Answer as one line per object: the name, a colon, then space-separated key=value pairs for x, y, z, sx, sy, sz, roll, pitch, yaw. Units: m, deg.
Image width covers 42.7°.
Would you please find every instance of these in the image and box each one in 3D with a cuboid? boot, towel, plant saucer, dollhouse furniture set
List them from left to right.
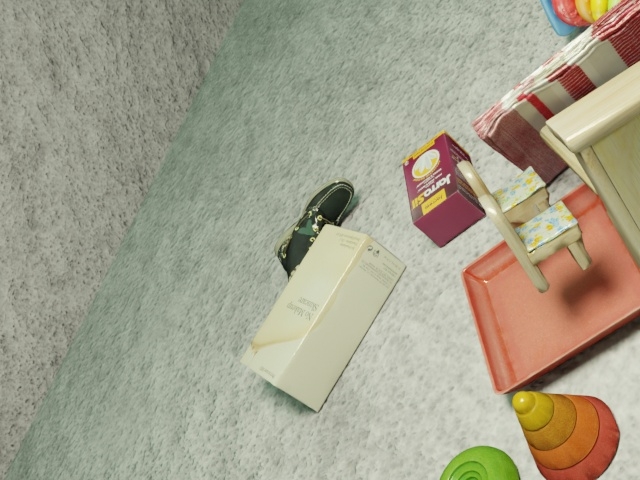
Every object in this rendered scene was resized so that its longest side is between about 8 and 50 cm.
boot: x=0.001 y=0.001 z=1.675 sx=0.236 sy=0.085 sz=0.178 roll=-49 pitch=30 yaw=21
plant saucer: x=0.331 y=0.067 z=1.148 sx=0.258 sy=0.048 sz=0.259 roll=-39 pitch=32 yaw=24
towel: x=0.402 y=-0.217 z=1.179 sx=0.329 sy=0.237 sz=0.037 roll=-40 pitch=54 yaw=23
dollhouse furniture set: x=0.354 y=-0.124 z=0.966 sx=0.362 sy=0.256 sz=0.394 roll=-33 pitch=23 yaw=11

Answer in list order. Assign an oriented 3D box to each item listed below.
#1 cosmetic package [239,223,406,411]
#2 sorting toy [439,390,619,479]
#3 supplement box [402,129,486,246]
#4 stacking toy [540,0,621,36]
cosmetic package: x=0.003 y=0.134 z=1.493 sx=0.309 sy=0.113 sz=0.160 roll=-58 pitch=29 yaw=-11
sorting toy: x=0.186 y=0.287 z=1.036 sx=0.365 sy=0.126 sz=0.127 roll=-38 pitch=32 yaw=24
supplement box: x=0.217 y=-0.095 z=1.462 sx=0.104 sy=0.081 sz=0.188 roll=-37 pitch=32 yaw=26
stacking toy: x=0.511 y=-0.397 z=1.328 sx=0.175 sy=0.166 sz=0.302 roll=-43 pitch=43 yaw=-1
